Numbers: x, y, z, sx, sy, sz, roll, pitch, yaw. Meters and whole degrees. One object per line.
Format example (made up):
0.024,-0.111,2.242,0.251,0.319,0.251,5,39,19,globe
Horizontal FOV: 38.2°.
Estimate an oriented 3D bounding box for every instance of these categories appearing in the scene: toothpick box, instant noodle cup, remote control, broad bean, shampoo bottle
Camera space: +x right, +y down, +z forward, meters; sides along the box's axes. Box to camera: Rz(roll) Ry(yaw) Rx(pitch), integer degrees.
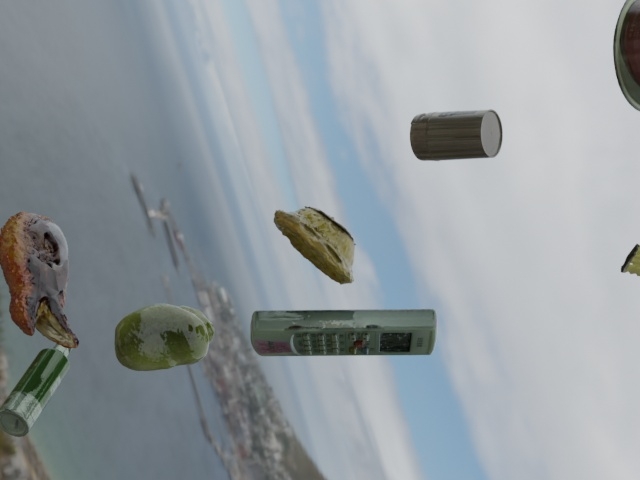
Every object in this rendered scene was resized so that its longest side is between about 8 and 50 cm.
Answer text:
0.299,-0.232,2.051,0.111,0.180,0.111,-3,94,-53,toothpick box
0.690,-0.363,1.749,0.178,0.234,0.235,5,-63,49,instant noodle cup
0.042,0.172,1.710,0.145,0.343,0.050,83,6,-63,remote control
-0.277,0.170,1.647,0.082,0.174,0.125,118,-29,-57,broad bean
-0.473,0.239,1.562,0.204,0.065,0.065,-69,150,-54,shampoo bottle

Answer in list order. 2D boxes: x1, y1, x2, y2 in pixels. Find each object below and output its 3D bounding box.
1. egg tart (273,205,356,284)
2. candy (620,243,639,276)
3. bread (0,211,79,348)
0.000,0.000,1.627,0.191,0.074,0.191,39,-11,9,egg tart
0.539,-0.067,1.260,0.297,0.187,0.081,-65,-149,16,candy
-0.478,0.060,1.546,0.139,0.095,0.269,33,36,-49,bread
